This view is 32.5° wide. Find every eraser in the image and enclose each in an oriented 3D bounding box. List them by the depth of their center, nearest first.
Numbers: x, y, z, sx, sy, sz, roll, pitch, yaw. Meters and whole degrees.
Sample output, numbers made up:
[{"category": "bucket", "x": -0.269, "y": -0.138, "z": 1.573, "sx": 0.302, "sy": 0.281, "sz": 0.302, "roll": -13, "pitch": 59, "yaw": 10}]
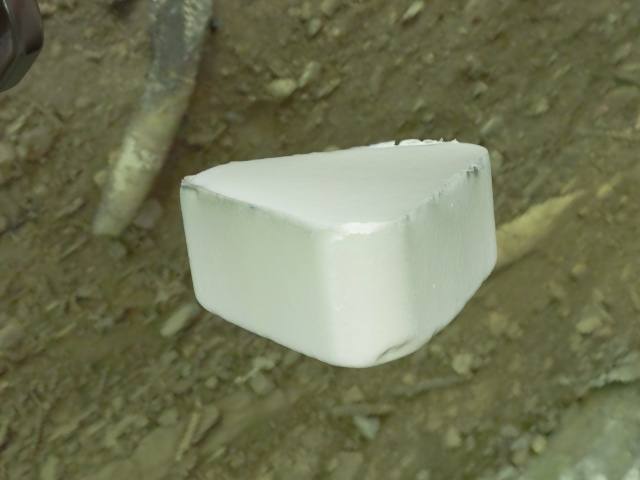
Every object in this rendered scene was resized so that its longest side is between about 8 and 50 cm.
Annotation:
[{"category": "eraser", "x": 0.000, "y": 0.000, "z": 1.119, "sx": 0.331, "sy": 0.331, "sz": 0.150, "roll": -20, "pitch": 113, "yaw": -39}]

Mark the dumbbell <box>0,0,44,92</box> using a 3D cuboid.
[{"category": "dumbbell", "x": -0.334, "y": -0.147, "z": 0.836, "sx": 0.225, "sy": 0.124, "sz": 0.140, "roll": -37, "pitch": 178, "yaw": -44}]
